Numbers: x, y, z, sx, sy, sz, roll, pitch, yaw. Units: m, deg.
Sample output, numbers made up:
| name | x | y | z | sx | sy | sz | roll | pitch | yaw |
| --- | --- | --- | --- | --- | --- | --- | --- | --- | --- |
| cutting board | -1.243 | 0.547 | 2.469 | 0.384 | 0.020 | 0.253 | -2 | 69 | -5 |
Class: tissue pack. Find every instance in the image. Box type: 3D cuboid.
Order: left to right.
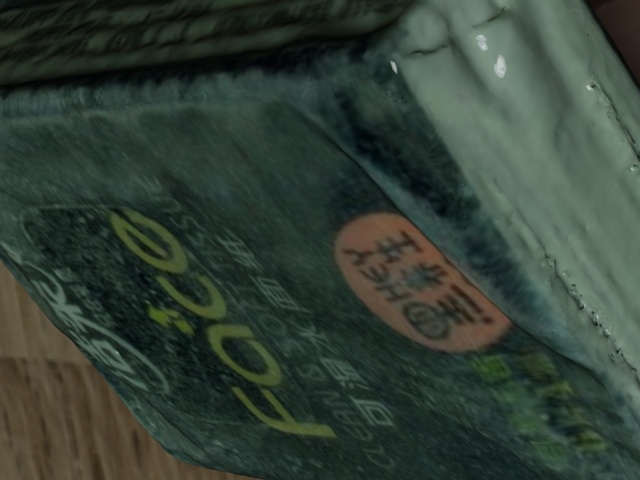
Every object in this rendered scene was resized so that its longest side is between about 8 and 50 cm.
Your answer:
| name | x | y | z | sx | sy | sz | roll | pitch | yaw |
| --- | --- | --- | --- | --- | --- | --- | --- | --- | --- |
| tissue pack | 0.000 | 0.000 | 0.645 | 0.316 | 0.103 | 0.228 | 0 | 134 | 51 |

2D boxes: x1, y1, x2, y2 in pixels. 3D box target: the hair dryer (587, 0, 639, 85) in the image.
| name | x | y | z | sx | sy | sz | roll | pitch | yaw |
| --- | --- | --- | --- | --- | --- | --- | --- | --- | --- |
| hair dryer | 0.167 | -0.105 | 0.620 | 0.344 | 0.107 | 0.189 | -22 | 135 | 36 |
